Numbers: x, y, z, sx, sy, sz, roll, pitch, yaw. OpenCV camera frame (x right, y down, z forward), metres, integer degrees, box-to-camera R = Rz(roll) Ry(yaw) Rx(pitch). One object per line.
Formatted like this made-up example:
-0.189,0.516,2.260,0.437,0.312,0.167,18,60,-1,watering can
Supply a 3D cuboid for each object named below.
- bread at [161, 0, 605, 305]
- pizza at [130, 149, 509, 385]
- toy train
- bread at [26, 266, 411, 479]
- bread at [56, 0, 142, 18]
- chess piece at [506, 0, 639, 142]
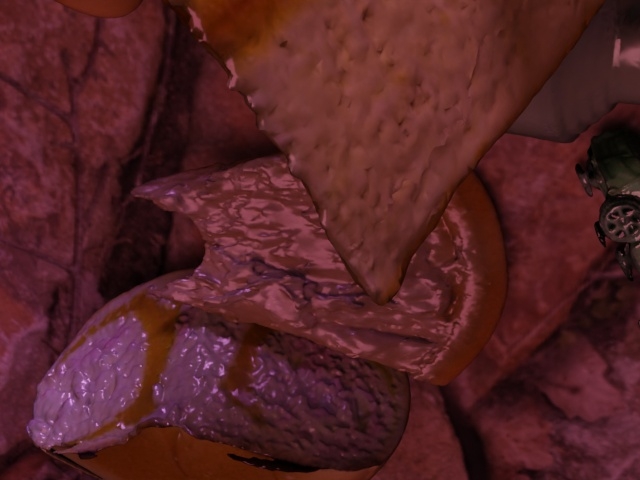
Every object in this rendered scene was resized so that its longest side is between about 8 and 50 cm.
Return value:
0.081,-0.205,0.462,0.361,0.245,0.233,-34,120,4,bread
0.000,0.000,0.781,0.262,0.034,0.181,9,108,-1,pizza
0.216,-0.002,0.713,0.081,0.099,0.149,-23,111,16,toy train
-0.076,0.119,0.863,0.260,0.158,0.156,14,144,-5,bread
-0.077,-0.257,0.626,0.311,0.121,0.173,-33,107,30,bread
0.218,-0.098,0.601,0.299,0.194,0.195,11,125,23,chess piece
